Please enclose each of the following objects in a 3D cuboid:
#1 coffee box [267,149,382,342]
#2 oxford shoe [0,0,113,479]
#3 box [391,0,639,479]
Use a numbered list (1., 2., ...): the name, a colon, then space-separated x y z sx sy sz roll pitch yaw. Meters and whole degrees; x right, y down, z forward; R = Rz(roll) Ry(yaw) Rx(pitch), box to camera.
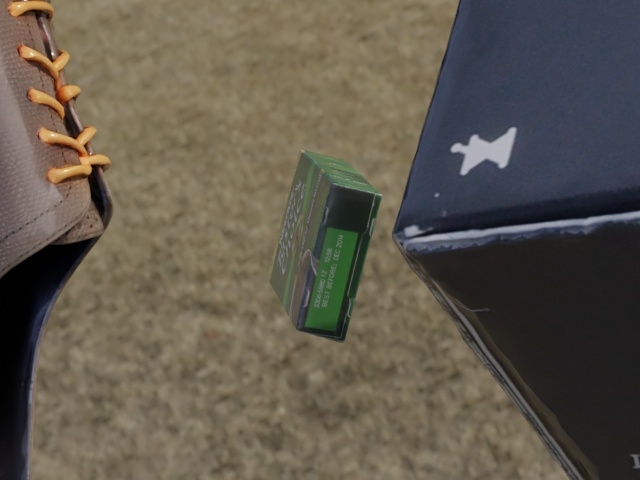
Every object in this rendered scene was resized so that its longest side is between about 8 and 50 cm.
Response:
1. coffee box: 0.000 0.000 1.294 0.040 0.113 0.184 13 10 -10
2. oxford shoe: -0.132 -0.060 0.685 0.132 0.364 0.130 16 14 17
3. box: 0.307 -0.057 0.844 0.297 0.472 0.480 -10 47 33
